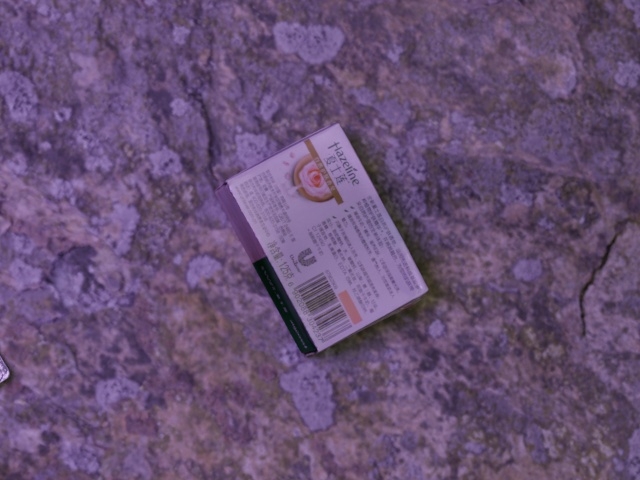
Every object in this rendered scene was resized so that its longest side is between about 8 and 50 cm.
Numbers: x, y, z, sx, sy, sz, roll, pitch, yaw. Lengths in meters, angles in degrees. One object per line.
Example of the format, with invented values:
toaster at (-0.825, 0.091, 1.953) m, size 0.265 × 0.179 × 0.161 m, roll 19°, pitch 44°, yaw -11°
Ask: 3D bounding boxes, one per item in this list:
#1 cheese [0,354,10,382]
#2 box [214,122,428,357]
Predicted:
cheese at (-0.360, 0.056, 1.838) m, size 0.097 × 0.037 × 0.192 m, roll -31°, pitch 90°, yaw -13°
box at (0.000, 0.000, 1.907) m, size 0.135 × 0.081 × 0.199 m, roll -28°, pitch 92°, yaw -15°
